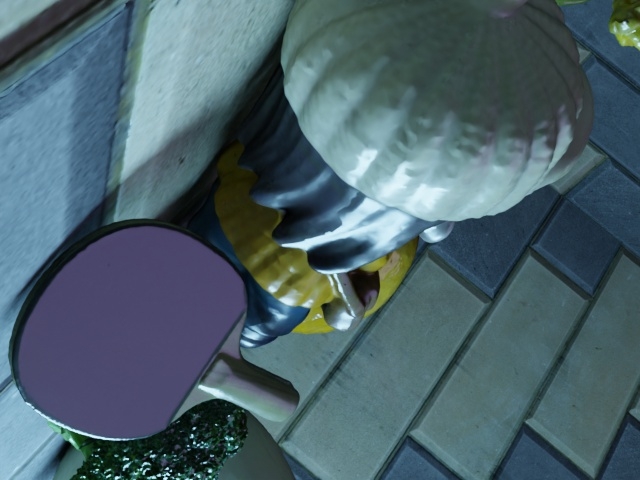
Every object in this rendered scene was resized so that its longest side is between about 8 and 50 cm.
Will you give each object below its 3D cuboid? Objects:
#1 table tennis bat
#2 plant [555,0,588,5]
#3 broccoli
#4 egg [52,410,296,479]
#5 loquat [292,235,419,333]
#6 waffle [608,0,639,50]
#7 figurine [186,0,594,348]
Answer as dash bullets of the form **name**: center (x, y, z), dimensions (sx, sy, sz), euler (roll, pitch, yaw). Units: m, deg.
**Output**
- **table tennis bat**: center (-0.086, 0.074, 0.514), dimensions (0.138, 0.022, 0.246), euler (-55, 140, -3)
- **plant**: center (0.242, -0.300, 0.970), dimensions (0.333, 0.180, 0.251), euler (-47, 167, -7)
- **broccoli**: center (-0.135, 0.119, 0.628), dimensions (0.195, 0.156, 0.195), euler (3, 90, -70)
- **egg**: center (-0.194, 0.276, 0.998), dimensions (0.337, 0.201, 0.337), euler (-10, -177, 0)
- **loquat**: center (0.000, 0.000, 0.819), dimensions (0.234, 0.176, 0.187), euler (-38, -176, 30)
- **waffle**: center (0.285, -0.326, 0.763), dimensions (0.260, 0.069, 0.293), euler (-57, -141, 6)
- **figurine**: center (0.016, -0.045, 0.515), dimensions (0.332, 0.185, 0.204), euler (-42, 174, 24)
